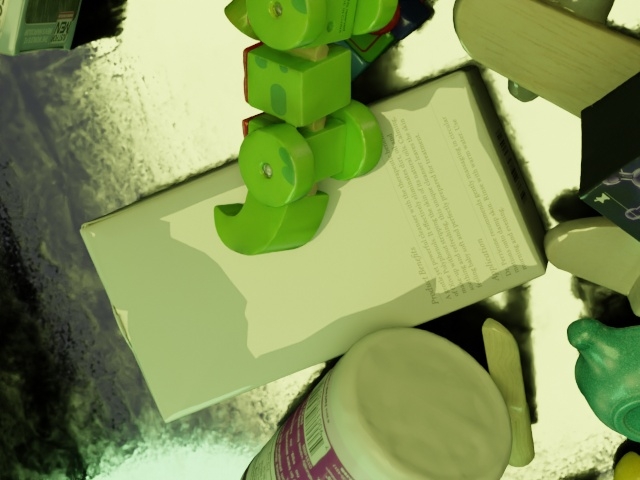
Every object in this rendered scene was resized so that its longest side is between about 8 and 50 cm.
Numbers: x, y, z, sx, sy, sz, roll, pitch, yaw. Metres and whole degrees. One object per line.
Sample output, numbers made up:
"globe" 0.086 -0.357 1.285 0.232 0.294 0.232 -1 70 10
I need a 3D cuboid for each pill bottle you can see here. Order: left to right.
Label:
"pill bottle" 0.026 0.220 1.618 0.169 0.169 0.301 39 135 1

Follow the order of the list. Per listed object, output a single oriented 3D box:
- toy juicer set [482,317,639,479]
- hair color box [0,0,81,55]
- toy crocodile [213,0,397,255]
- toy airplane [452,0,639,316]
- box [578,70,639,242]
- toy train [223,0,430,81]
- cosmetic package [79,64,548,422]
"toy juicer set" 0.280 0.146 1.638 0.329 0.089 0.209 12 139 -4
"hair color box" -0.410 -0.263 1.649 0.374 0.185 0.113 15 100 6
"toy crocodile" -0.018 -0.139 1.477 0.105 0.115 0.340 26 123 33
"toy airplane" 0.345 -0.113 1.552 0.384 0.272 0.386 -12 133 20
"box" 0.345 -0.040 1.359 0.261 0.103 0.184 33 134 -24
"toy train" -0.036 -0.241 1.649 0.248 0.105 0.143 44 115 0
"cosmetic package" 0.000 0.000 1.645 0.365 0.155 0.197 -20 94 11
